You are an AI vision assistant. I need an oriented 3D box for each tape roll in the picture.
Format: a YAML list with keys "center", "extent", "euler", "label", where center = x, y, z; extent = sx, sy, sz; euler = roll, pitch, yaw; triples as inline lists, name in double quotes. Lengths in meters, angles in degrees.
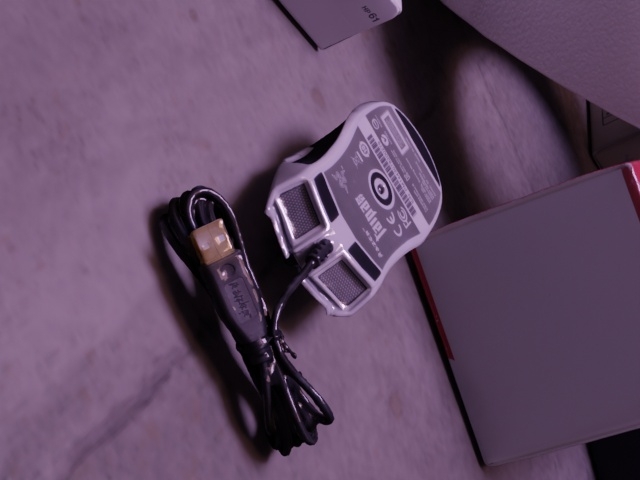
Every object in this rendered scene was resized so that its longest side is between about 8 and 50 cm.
- center: [0.252, -0.122, 0.841]
  extent: [0.392, 0.072, 0.392]
  euler: [21, 20, -8]
  label: "tape roll"

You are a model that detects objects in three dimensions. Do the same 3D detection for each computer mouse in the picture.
- center: [0.000, 0.000, 0.561]
  extent: [0.106, 0.042, 0.193]
  euler: [59, 33, -9]
  label: "computer mouse"

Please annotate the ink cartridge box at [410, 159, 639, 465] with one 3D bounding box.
- center: [0.153, 0.031, 0.729]
  extent: [0.176, 0.127, 0.128]
  euler: [-14, 83, -65]
  label: "ink cartridge box"

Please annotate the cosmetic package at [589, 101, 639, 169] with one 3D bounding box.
- center: [0.331, -0.153, 1.185]
  extent: [0.129, 0.153, 0.296]
  euler: [51, 32, -31]
  label: "cosmetic package"

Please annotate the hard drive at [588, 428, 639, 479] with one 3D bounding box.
- center: [0.231, 0.143, 0.880]
  extent: [0.172, 0.054, 0.254]
  euler: [15, 58, -59]
  label: "hard drive"

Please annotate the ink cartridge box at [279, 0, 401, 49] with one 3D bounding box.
- center: [-0.001, -0.172, 0.670]
  extent: [0.088, 0.052, 0.122]
  euler: [45, 34, -40]
  label: "ink cartridge box"
